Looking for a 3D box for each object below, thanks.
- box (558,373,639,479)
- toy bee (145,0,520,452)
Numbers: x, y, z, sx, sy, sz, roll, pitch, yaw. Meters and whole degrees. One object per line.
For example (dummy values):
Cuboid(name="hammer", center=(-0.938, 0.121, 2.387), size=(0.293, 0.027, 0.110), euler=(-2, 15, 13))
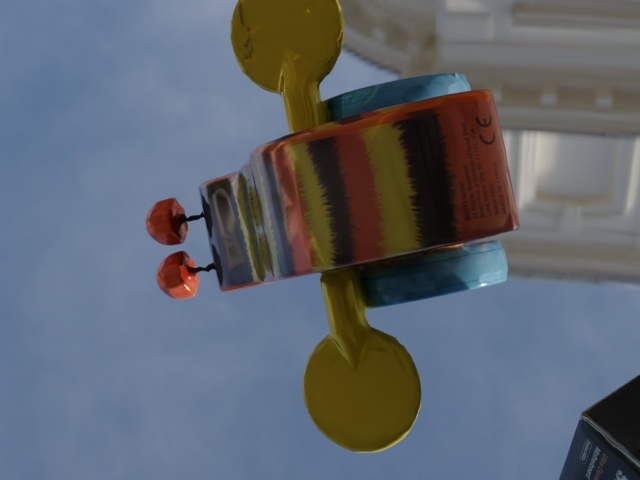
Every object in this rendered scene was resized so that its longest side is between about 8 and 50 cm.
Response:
Cuboid(name="box", center=(0.150, 0.101, 0.549), size=(0.175, 0.220, 0.051), euler=(-27, -125, -28))
Cuboid(name="toy bee", center=(0.000, 0.000, 0.671), size=(0.162, 0.298, 0.195), euler=(-13, -112, 3))
